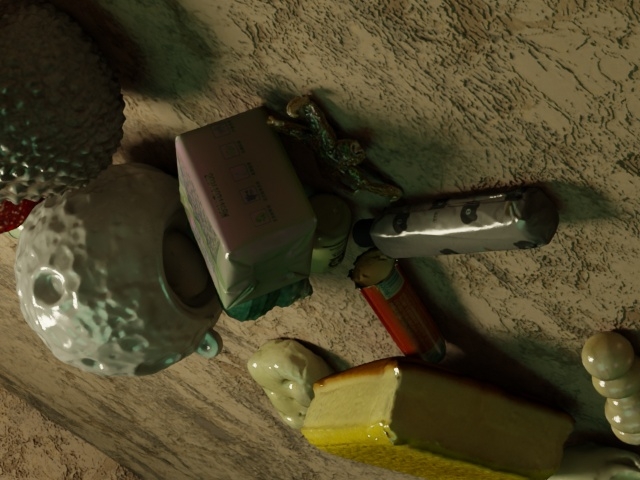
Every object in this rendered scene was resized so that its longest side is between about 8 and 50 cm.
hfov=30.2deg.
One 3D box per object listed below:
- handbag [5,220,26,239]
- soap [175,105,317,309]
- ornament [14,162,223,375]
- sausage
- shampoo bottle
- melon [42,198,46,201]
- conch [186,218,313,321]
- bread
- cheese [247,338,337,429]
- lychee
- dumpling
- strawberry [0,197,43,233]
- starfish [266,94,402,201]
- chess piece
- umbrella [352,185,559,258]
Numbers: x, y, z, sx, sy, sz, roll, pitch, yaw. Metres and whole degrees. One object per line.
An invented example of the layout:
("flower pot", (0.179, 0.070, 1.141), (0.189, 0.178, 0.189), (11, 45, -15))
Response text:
("handbag", (-0.492, -0.039, 2.083), (0.315, 0.109, 0.241), (26, 179, 17))
("soap", (-0.101, -0.043, 1.588), (0.182, 0.138, 0.199), (96, 153, -63))
("ornament", (-0.314, 0.049, 1.837), (0.337, 0.337, 0.337), (25, 154, 13))
("sausage", (0.127, 0.117, 1.790), (0.083, 0.083, 0.264), (10, 148, 37))
("shampoo bottle", (0.000, 0.000, 1.714), (0.079, 0.079, 0.162), (27, 154, 9))
("melon", (-0.411, -0.068, 2.015), (0.162, 0.099, 0.099), (26, 154, 13))
("conch", (-0.099, 0.026, 1.765), (0.134, 0.196, 0.202), (-12, 133, 31))
("bread", (0.179, 0.294, 1.892), (0.324, 0.143, 0.333), (20, 162, -22))
("cheese", (-0.037, 0.282, 2.245), (0.159, 0.093, 0.263), (14, 149, 30))
("lychee", (-0.412, -0.188, 1.609), (0.300, 0.300, 0.300), (25, 154, 13))
("dumpling", (0.451, 0.411, 1.887), (0.193, 0.147, 0.258), (43, 135, -19))
("strawberry", (-0.548, -0.141, 1.866), (0.257, 0.257, 0.277), (25, 146, 12))
("starfish", (0.024, -0.114, 1.542), (0.210, 0.053, 0.150), (34, 167, -16))
("chess piece", (0.410, 0.195, 1.617), (0.094, 0.094, 0.170), (0, 137, 47))
("umbrella", (0.161, -0.018, 1.523), (0.337, 0.067, 0.073), (-6, 123, 52))
